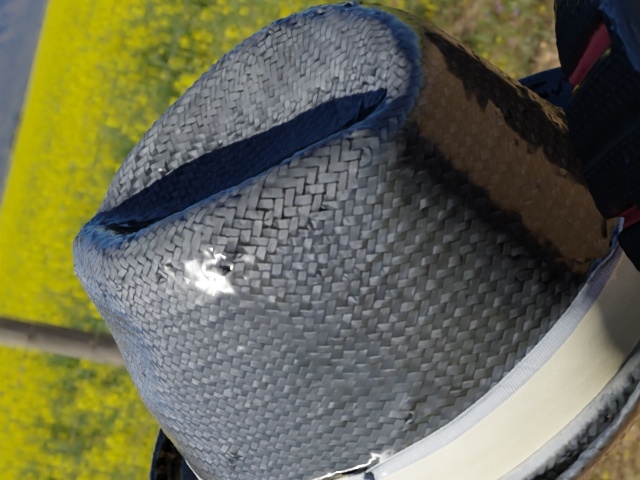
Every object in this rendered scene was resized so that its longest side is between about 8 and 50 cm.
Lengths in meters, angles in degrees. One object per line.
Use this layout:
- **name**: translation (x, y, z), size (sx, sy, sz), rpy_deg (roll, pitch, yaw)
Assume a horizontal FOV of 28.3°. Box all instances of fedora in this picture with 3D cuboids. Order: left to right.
- **fedora**: translation (0.000, 0.000, 0.550), size (0.334, 0.152, 0.334), rpy_deg (-37, 26, 22)

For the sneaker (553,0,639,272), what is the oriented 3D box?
- **sneaker**: translation (0.189, 0.012, 0.357), size (0.136, 0.314, 0.116), rpy_deg (-38, 0, -2)
